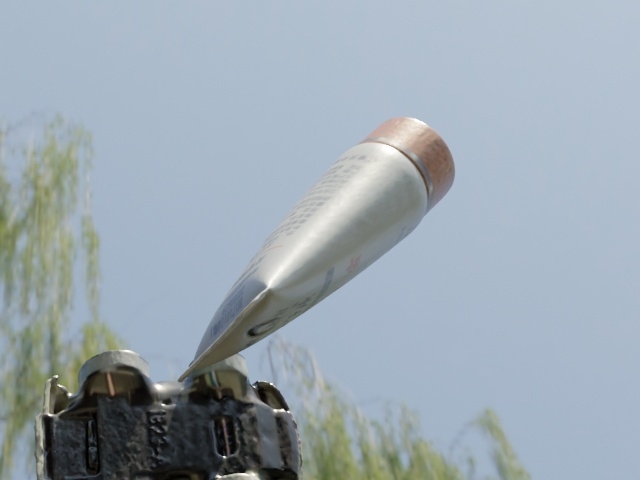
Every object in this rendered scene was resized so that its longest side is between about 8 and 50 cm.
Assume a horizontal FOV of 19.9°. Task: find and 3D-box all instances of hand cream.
[{"bbox_3d":[0.000,0.000,1.497,0.089,0.314,0.139,47,-40,3],"label":"hand cream"}]

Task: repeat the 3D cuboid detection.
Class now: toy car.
[{"bbox_3d":[-0.138,0.211,1.632,0.235,0.172,0.158,-1,-39,-11],"label":"toy car"}]
